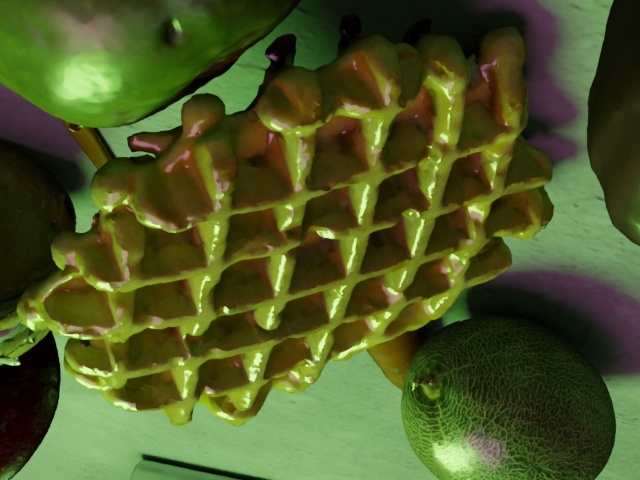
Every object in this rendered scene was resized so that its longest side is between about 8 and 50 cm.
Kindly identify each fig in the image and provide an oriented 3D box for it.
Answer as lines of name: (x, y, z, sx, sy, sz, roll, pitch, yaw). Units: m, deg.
fig: (-0.122, -0.144, 0.608, 0.234, 0.167, 0.167, 20, 152, -23)

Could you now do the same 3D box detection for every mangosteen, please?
mangosteen: (-0.319, 0.124, 1.117, 0.216, 0.216, 0.216, 12, 151, 7)

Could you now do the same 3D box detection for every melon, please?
melon: (0.136, 0.126, 0.963, 0.192, 0.139, 0.139, 23, 152, -34)

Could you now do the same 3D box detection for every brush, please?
brush: (-0.147, -0.041, 0.949, 0.043, 0.014, 0.170, 2, 147, 21)

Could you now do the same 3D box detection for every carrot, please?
carrot: (0.049, 0.064, 0.982, 0.069, 0.069, 0.336, 6, 153, 18)

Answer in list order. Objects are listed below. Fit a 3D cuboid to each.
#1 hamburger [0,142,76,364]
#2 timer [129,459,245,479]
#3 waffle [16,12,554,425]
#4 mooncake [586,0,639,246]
hamburger: (-0.258, 0.023, 0.937, 0.177, 0.185, 0.113, -20, 154, -30)
timer: (-0.130, 0.385, 1.490, 0.195, 0.194, 0.192, 9, 151, 12)
waffle: (-0.009, 0.007, 0.744, 0.329, 0.062, 0.329, -21, 147, -15)
mooncake: (0.280, -0.048, 0.564, 0.334, 0.174, 0.326, -3, 148, 29)
